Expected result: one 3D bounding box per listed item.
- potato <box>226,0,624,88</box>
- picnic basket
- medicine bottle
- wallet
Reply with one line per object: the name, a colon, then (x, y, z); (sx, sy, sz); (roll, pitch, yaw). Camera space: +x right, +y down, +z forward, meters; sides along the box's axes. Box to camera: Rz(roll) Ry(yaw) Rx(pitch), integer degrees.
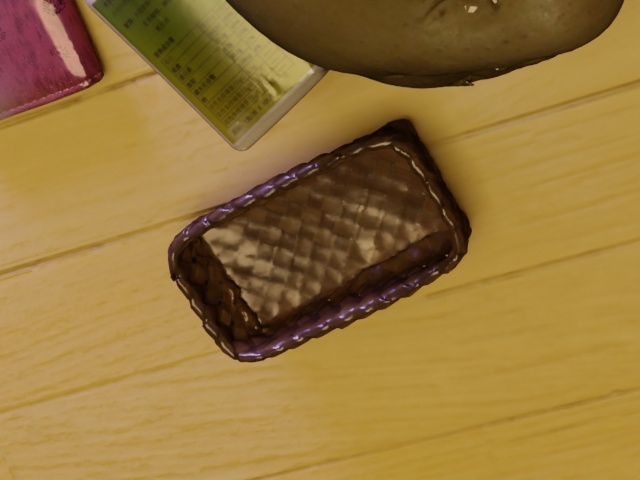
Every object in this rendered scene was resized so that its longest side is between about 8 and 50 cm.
potato: (0.020, -0.222, 0.943); (0.221, 0.243, 0.326); (-23, 107, 38)
picnic basket: (0.000, 0.000, 1.159); (0.193, 0.055, 0.110); (-25, 107, 23)
medicine bottle: (-0.072, -0.158, 1.061); (0.188, 0.132, 0.088); (44, 118, -7)
wallet: (-0.234, -0.188, 1.151); (0.119, 0.025, 0.232); (-16, 109, 22)
